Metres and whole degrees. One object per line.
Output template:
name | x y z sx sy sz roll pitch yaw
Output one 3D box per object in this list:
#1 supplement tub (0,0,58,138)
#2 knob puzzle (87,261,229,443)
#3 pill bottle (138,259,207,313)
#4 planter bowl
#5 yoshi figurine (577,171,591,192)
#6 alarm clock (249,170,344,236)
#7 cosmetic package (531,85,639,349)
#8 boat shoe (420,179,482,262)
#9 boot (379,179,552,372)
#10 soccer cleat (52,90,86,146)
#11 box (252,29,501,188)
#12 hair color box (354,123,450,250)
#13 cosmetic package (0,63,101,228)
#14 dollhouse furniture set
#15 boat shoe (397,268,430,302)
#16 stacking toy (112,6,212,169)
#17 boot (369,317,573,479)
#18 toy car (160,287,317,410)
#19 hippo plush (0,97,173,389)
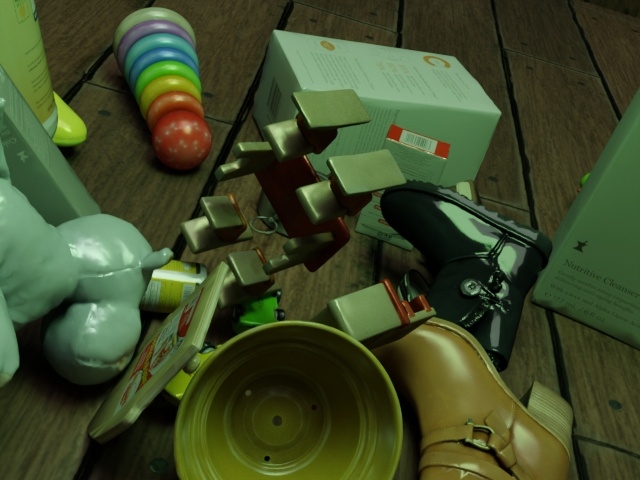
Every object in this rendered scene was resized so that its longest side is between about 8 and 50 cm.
supplement tub | -0.441 -0.207 1.013 0.229 0.316 0.228 -1 33 1
knob puzzle | -0.158 0.127 0.832 0.030 0.213 0.213 40 31 -14
pill bottle | -0.197 0.052 1.015 0.116 0.065 0.065 8 35 -16
planter bowl | -0.036 0.184 0.839 0.217 0.217 0.090 10 -4 -11
yoshi figurine | 0.598 -0.055 1.407 0.203 0.203 0.362 -49 31 -12
alarm clock | -0.035 -0.051 1.248 0.129 0.064 0.192 32 39 20
cosmetic package | 0.472 -0.047 1.172 0.217 0.384 0.156 24 41 9
boat shoe | 0.196 0.021 1.247 0.095 0.095 0.257 -14 38 16
boot | 0.153 0.044 1.094 0.247 0.094 0.207 24 58 16
soccer cleat | -0.445 -0.233 1.255 0.289 0.121 0.093 37 31 25
box | 0.086 -0.212 1.436 0.346 0.168 0.215 3 36 -20
hair color box | 0.119 -0.076 1.254 0.093 0.167 0.053 20 34 3
cosmetic package | -0.345 -0.062 0.939 0.127 0.238 0.107 -26 40 1
dollhouse furniture set | 0.000 0.000 0.931 0.135 0.262 0.259 -15 71 -43
boat shoe | 0.138 0.088 1.145 0.046 0.038 0.125 6 35 -18
stacking toy | -0.244 -0.230 1.363 0.141 0.141 0.330 2 43 -23
boot | 0.132 0.209 0.931 0.284 0.109 0.220 31 39 7
toy car | -0.071 0.124 0.984 0.239 0.053 0.225 9 34 -14
hippo plush | -0.301 0.036 0.872 0.234 0.294 0.237 0 -7 40
